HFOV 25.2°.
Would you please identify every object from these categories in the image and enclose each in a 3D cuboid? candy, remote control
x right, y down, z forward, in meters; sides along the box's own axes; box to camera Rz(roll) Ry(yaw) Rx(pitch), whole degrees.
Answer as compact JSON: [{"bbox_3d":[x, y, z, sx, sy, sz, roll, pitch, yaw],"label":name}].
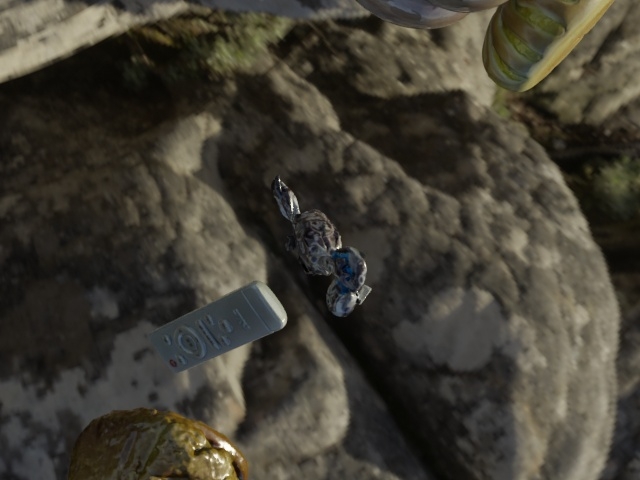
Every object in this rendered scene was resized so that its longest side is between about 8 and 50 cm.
[{"bbox_3d":[-0.001,0.000,1.445,0.051,0.226,0.094,-16,116,-14],"label":"candy"},{"bbox_3d":[-0.095,0.079,1.322,0.027,0.184,0.050,-41,100,-42],"label":"remote control"}]

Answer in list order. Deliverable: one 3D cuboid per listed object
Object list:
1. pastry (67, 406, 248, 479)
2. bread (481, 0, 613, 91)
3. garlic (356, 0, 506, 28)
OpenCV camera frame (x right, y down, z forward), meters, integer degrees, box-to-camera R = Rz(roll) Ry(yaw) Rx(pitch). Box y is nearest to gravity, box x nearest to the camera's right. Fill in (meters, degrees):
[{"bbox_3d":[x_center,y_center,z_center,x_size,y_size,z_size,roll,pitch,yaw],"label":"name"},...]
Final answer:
[{"bbox_3d":[-0.088,0.133,0.771,0.097,0.057,0.109,13,150,-11],"label":"pastry"},{"bbox_3d":[0.273,-0.274,1.721,0.105,0.213,0.213,43,96,3],"label":"bread"},{"bbox_3d":[0.091,-0.263,1.278,0.191,0.214,0.160,1,138,-14],"label":"garlic"}]
